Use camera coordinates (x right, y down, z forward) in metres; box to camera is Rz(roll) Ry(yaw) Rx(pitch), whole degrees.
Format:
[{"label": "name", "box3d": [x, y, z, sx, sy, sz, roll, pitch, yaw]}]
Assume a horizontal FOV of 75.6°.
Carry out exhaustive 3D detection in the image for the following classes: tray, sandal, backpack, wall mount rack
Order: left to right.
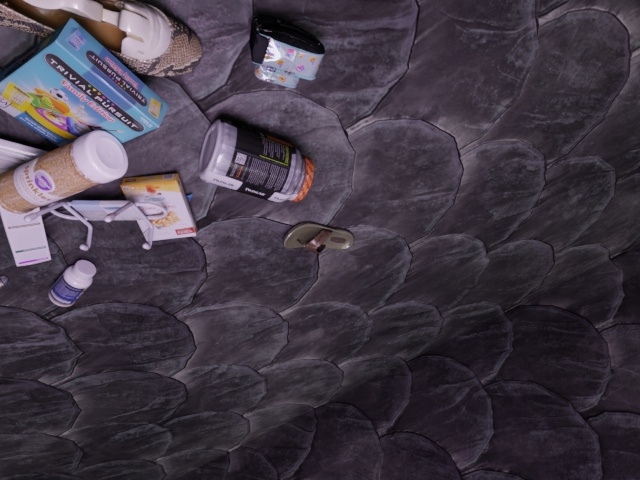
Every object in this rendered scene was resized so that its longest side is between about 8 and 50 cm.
[{"label": "tray", "box3d": [-0.808, -0.206, 1.122, 0.270, 0.030, 0.145, 14, 146, -25]}, {"label": "wall mount rack", "box3d": [-0.644, -0.058, 1.201, 0.350, 0.130, 0.304, -1, 160, -2]}, {"label": "backpack", "box3d": [-0.088, -0.486, 1.077, 0.189, 0.165, 0.144, 2, 132, -18]}, {"label": "sandal", "box3d": [0.002, -0.001, 1.618, 0.303, 0.086, 0.120, 3, 130, -22]}]

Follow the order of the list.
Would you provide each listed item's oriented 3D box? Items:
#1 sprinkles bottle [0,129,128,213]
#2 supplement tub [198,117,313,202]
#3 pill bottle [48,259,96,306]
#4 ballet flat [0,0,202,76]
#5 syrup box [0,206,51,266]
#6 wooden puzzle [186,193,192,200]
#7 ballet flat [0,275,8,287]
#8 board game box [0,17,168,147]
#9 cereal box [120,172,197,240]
[{"label": "sprinkles bottle", "box3d": [-0.663, -0.167, 1.048, 0.356, 0.121, 0.121, -14, 138, 21]}, {"label": "supplement tub", "box3d": [-0.191, -0.230, 1.259, 0.316, 0.193, 0.193, 15, 125, -30]}, {"label": "pill bottle", "box3d": [-0.855, 0.146, 1.432, 0.169, 0.094, 0.094, -42, 132, 20]}, {"label": "ballet flat", "box3d": [-0.497, -0.484, 0.904, 0.483, 0.182, 0.164, 9, 95, -26]}, {"label": "syrup box", "box3d": [-0.883, -0.043, 1.232, 0.096, 0.093, 0.236, -13, 137, -34]}, {"label": "wooden puzzle", "box3d": [-0.486, -0.141, 1.357, 0.116, 0.014, 0.078, 10, 132, -20]}, {"label": "ballet flat", "box3d": [-1.107, 0.160, 1.391, 0.114, 0.041, 0.041, -30, 134, 9]}, {"label": "board game box", "box3d": [-0.580, -0.332, 0.983, 0.336, 0.079, 0.254, -9, 147, 31]}, {"label": "cereal box", "box3d": [-0.516, -0.103, 1.342, 0.173, 0.047, 0.240, -7, 134, -2]}]
